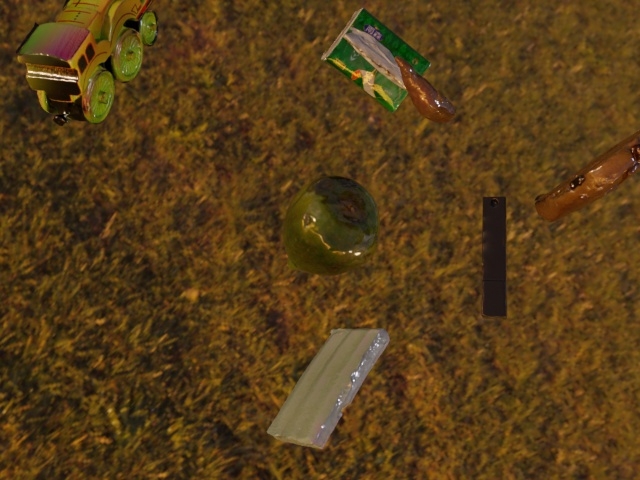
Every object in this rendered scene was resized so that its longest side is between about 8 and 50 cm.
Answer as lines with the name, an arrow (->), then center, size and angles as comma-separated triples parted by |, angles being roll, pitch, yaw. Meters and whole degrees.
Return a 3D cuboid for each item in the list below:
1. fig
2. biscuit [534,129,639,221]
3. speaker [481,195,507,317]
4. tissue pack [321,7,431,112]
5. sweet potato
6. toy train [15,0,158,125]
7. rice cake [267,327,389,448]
fig -> 0.000, 0.000, 1.755 | 0.206, 0.275, 0.206 | 16, 53, -22
biscuit -> 0.568, -0.128, 1.741 | 0.296, 0.296, 0.075 | -33, 86, -46
speaker -> 0.317, 0.033, 1.562 | 0.082, 0.044, 0.218 | 29, 61, -75
tissue pack -> 0.131, -0.412, 1.975 | 0.209, 0.148, 0.156 | 37, 5, -11
sweet potato -> 0.214, -0.296, 1.769 | 0.226, 0.068, 0.068 | 35, 42, -38
toy train -> -0.332, -0.306, 1.281 | 0.101, 0.160, 0.296 | 10, 53, 12
rice cake -> 0.016, 0.235, 1.409 | 0.043, 0.127, 0.237 | 53, 55, -30
